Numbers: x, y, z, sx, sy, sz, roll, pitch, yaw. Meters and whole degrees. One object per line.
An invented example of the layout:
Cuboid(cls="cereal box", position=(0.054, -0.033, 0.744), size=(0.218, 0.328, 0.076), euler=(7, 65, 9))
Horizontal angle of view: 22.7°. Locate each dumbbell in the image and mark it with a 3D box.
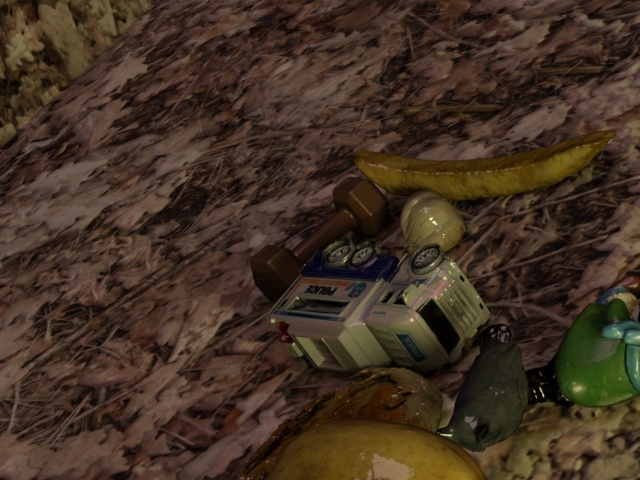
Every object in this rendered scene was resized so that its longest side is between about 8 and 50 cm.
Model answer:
Cuboid(cls="dumbbell", position=(0.000, 0.000, 2.322), size=(0.231, 0.082, 0.092), euler=(-40, 25, -23))

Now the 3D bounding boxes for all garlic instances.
Cuboid(cls="garlic", position=(0.152, -0.028, 2.225), size=(0.094, 0.074, 0.113), euler=(-24, 38, -12))

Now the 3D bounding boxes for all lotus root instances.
Cuboid(cls="lotus root", position=(0.088, 0.267, 1.591), size=(0.310, 0.182, 0.183), euler=(-1, 36, 39))

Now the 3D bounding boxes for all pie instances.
Cuboid(cls="pie", position=(0.026, 0.236, 1.869), size=(0.274, 0.055, 0.274), euler=(-24, 19, 9))

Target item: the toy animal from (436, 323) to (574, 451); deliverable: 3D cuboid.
Cuboid(cls="toy animal", position=(0.191, 0.153, 1.700), size=(0.121, 0.117, 0.210), euler=(-10, 2, 26))

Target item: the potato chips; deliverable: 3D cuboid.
Cuboid(cls="potato chips", position=(0.229, -0.102, 2.276), size=(0.407, 0.080, 0.057), euler=(-3, 19, 32))

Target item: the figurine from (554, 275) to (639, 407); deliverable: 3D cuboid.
Cuboid(cls="figurine", position=(0.376, 0.106, 1.679), size=(0.234, 0.127, 0.185), euler=(-19, 16, 45))

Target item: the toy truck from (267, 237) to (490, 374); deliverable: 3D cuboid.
Cuboid(cls="toy truck", position=(0.072, 0.094, 2.016), size=(0.268, 0.124, 0.155), euler=(3, 46, 53))
